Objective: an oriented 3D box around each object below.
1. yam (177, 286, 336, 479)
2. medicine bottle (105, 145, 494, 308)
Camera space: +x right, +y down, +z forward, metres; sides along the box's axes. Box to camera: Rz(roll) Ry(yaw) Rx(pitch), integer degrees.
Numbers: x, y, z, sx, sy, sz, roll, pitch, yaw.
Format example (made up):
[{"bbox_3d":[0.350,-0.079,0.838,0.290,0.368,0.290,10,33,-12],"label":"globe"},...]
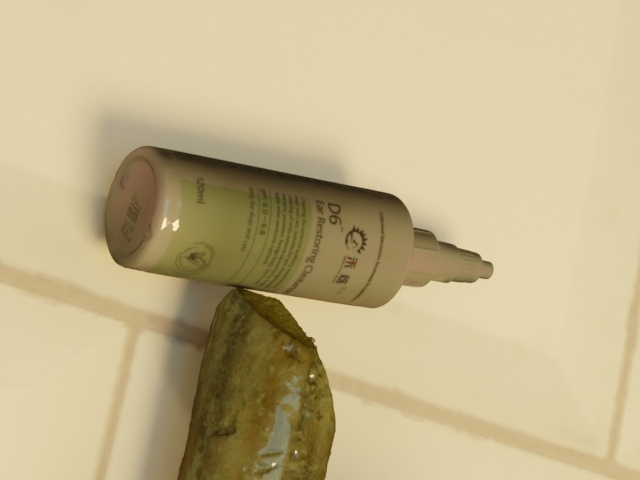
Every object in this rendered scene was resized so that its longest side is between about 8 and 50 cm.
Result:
[{"bbox_3d":[-0.028,0.098,0.877,0.070,0.070,0.146,21,73,-29],"label":"yam"},{"bbox_3d":[0.000,0.000,0.913,0.199,0.058,0.057,11,78,-32],"label":"medicine bottle"}]
